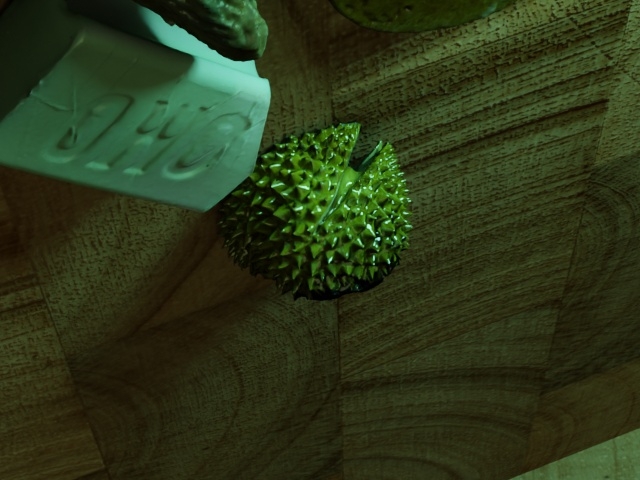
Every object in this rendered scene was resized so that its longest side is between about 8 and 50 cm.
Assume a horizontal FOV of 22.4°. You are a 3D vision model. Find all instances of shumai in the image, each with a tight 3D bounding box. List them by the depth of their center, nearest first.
[{"bbox_3d":[-0.091,-0.237,1.235,0.153,0.161,0.209,-50,128,1],"label":"shumai"}]

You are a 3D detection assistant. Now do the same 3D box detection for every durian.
[{"bbox_3d":[0.000,0.000,1.692,0.193,0.137,0.237,-15,151,-18],"label":"durian"}]

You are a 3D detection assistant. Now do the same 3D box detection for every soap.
[{"bbox_3d":[-0.162,-0.123,1.396,0.173,0.095,0.289,-39,149,27],"label":"soap"}]

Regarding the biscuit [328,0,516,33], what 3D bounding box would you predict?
[{"bbox_3d":[0.106,-0.310,1.328,0.314,0.063,0.367,-9,148,-19],"label":"biscuit"}]
